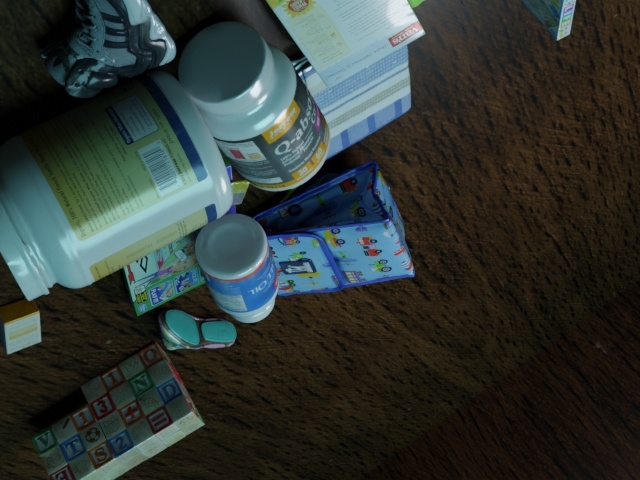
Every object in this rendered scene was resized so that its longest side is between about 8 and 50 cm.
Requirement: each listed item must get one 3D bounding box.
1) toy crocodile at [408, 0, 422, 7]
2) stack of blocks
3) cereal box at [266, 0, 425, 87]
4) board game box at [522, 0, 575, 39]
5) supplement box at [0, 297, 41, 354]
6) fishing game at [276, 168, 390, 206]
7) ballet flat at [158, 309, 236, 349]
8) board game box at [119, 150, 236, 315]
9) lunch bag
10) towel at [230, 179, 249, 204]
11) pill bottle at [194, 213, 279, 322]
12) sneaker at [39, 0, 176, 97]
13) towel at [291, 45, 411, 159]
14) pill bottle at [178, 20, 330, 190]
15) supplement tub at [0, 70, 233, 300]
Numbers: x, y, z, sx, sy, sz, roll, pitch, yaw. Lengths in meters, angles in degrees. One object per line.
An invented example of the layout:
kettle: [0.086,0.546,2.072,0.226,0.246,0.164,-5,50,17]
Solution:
toy crocodile: [0.261,-0.460,1.758,0.341,0.105,0.115,-34,153,1]
stack of blocks: [-0.397,0.351,2.275,0.297,0.171,0.087,-31,153,-4]
cereal box: [0.033,-0.338,1.704,0.173,0.047,0.240,-28,146,9]
board game box: [0.349,-0.407,1.886,0.026,0.154,0.103,-28,153,-11]
supplement box: [-0.502,0.141,1.966,0.062,0.036,0.098,-21,150,-25]
fishing game: [0.021,-0.064,2.209,0.189,0.041,0.264,-45,151,26]
ballet flat: [-0.254,0.181,2.279,0.079,0.076,0.221,-26,159,28]
board game box: [-0.245,-0.008,1.999,0.214,0.046,0.317,-26,152,-15]
lunch bag: [0.000,0.000,2.163,0.293,0.138,0.221,-16,148,10]
towel: [-0.157,-0.073,1.930,0.083,0.009,0.060,-13,147,-37]
pill bottle: [-0.137,0.056,2.037,0.124,0.124,0.221,-30,154,-9]
sneaker: [-0.287,-0.266,1.470,0.153,0.101,0.268,-36,156,-2]
towel: [0.054,-0.252,1.945,0.209,0.034,0.285,-30,153,-7]
pill bottle: [-0.096,-0.195,1.734,0.162,0.162,0.278,-35,153,2]
supplement tub: [-0.305,-0.073,1.628,0.316,0.228,0.228,-28,152,-12]
